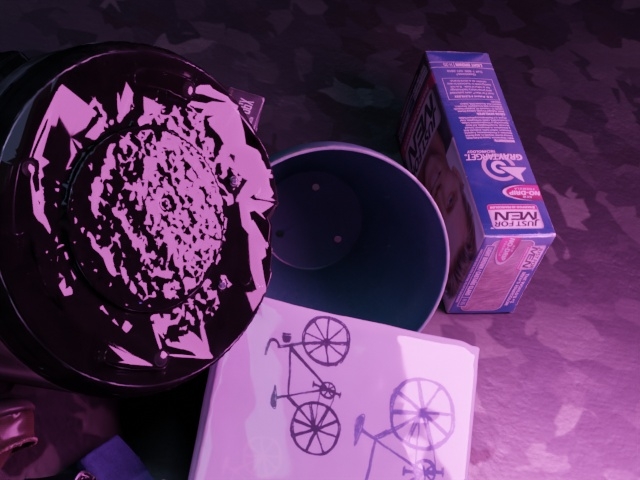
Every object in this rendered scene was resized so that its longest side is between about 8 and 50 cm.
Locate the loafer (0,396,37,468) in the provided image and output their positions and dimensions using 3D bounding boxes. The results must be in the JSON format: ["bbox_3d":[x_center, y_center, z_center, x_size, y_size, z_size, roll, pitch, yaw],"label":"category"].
[{"bbox_3d":[-0.430,0.300,1.244,0.366,0.134,0.130,-38,89,-28],"label":"loafer"}]

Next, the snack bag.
[{"bbox_3d":[0.014,0.238,1.394,0.343,0.037,0.323,14,65,-12],"label":"snack bag"}]

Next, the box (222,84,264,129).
[{"bbox_3d":[-0.230,-0.110,1.662,0.243,0.076,0.307,16,49,-2],"label":"box"}]

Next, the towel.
[{"bbox_3d":[-0.219,0.282,1.366,0.067,0.029,0.119,-29,64,-31],"label":"towel"}]

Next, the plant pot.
[{"bbox_3d":[0.000,0.000,1.533,0.290,0.290,0.195,7,17,-10],"label":"plant pot"}]

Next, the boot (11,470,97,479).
[{"bbox_3d":[-0.328,0.290,1.074,0.207,0.094,0.246,-5,27,33],"label":"boot"}]

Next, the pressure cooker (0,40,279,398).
[{"bbox_3d":[-0.301,-0.014,1.330,0.370,0.420,0.375,-5,93,-40],"label":"pressure cooker"}]

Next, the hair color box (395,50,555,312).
[{"bbox_3d":[0.207,-0.086,1.700,0.105,0.174,0.347,-1,51,-16],"label":"hair color box"}]
